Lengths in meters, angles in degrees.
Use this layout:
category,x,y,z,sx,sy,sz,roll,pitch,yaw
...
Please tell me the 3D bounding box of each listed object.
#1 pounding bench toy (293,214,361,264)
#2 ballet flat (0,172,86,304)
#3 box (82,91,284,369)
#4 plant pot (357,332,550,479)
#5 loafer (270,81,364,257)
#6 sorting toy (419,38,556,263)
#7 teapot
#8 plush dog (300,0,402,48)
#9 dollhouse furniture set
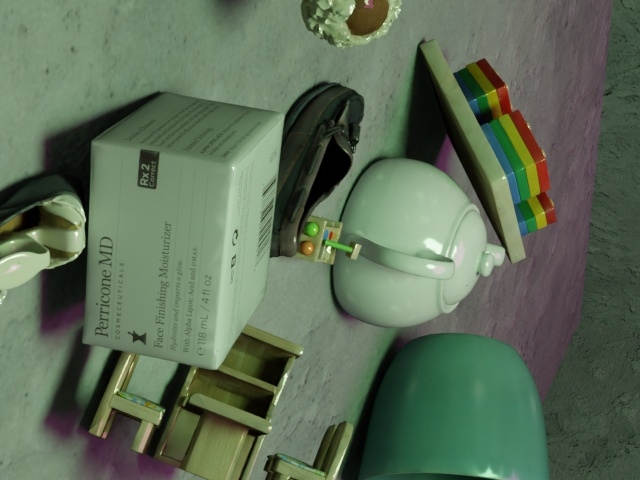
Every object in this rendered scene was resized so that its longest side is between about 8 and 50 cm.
category,x,y,z,sx,sy,sz,roll,pitch,yaw
pounding bench toy,0.000,0.000,1.377,0.065,0.083,0.052,8,96,-69
ballet flat,-0.219,0.003,0.872,0.203,0.074,0.074,-35,135,-59
box,-0.113,-0.014,1.002,0.182,0.119,0.181,-60,158,-67
plant pot,0.210,0.280,1.818,0.293,0.293,0.235,58,34,-61
loafer,-0.008,-0.072,1.296,0.302,0.095,0.109,-52,148,-45
sorting toy,0.250,-0.137,1.692,0.257,0.089,0.255,59,8,-60
teapot,0.141,0.013,1.589,0.256,0.187,0.252,-59,152,-34
plush dog,0.006,-0.339,1.096,0.262,0.211,0.225,-48,130,-19
dollhouse furniture set,-0.084,0.148,1.116,0.242,0.212,0.161,127,-15,-77
